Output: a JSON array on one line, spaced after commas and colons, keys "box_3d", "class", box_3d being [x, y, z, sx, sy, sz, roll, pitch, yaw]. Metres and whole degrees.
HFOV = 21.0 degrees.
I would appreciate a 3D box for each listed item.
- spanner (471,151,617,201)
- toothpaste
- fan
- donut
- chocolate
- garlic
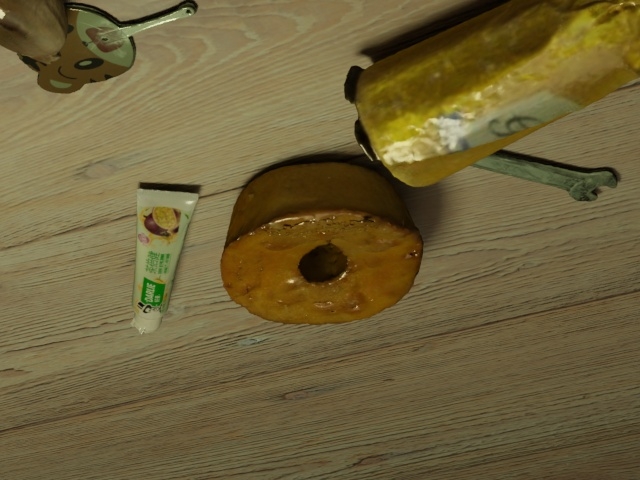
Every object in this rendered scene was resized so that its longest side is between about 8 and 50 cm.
[{"box_3d": [0.244, -0.094, 2.171, 0.302, 0.017, 0.071, 12, 145, -25], "class": "spanner"}, {"box_3d": [-0.217, 0.025, 2.298, 0.058, 0.056, 0.314, -35, 159, -29], "class": "toothpaste"}, {"box_3d": [-0.238, -0.225, 1.909, 0.226, 0.008, 0.152, -14, 147, 19], "class": "fan"}, {"box_3d": [0.001, -0.001, 2.211, 0.277, 0.108, 0.277, -3, 149, -2], "class": "donut"}, {"box_3d": [0.242, -0.207, 1.859, 0.445, 0.162, 0.162, -25, 143, 29], "class": "chocolate"}, {"box_3d": [-0.327, -0.251, 1.788, 0.101, 0.087, 0.195, -13, 152, 42], "class": "garlic"}]
